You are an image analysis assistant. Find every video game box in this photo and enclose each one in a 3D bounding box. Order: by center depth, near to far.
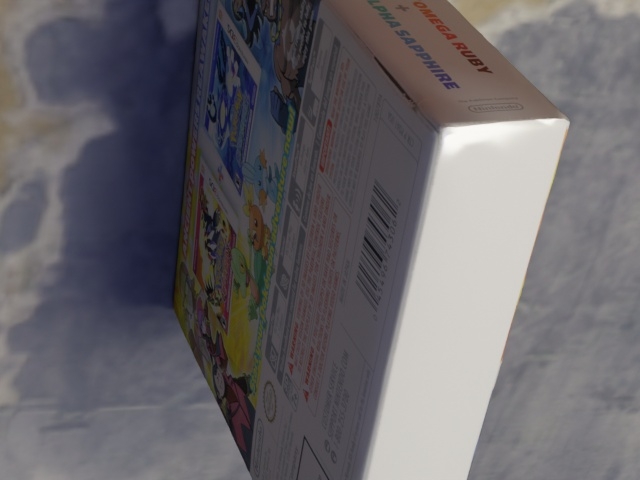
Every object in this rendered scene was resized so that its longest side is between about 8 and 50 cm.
[{"bbox_3d":[0.000,0.000,0.448,0.048,0.187,0.205,-8,129,-24],"label":"video game box"}]
